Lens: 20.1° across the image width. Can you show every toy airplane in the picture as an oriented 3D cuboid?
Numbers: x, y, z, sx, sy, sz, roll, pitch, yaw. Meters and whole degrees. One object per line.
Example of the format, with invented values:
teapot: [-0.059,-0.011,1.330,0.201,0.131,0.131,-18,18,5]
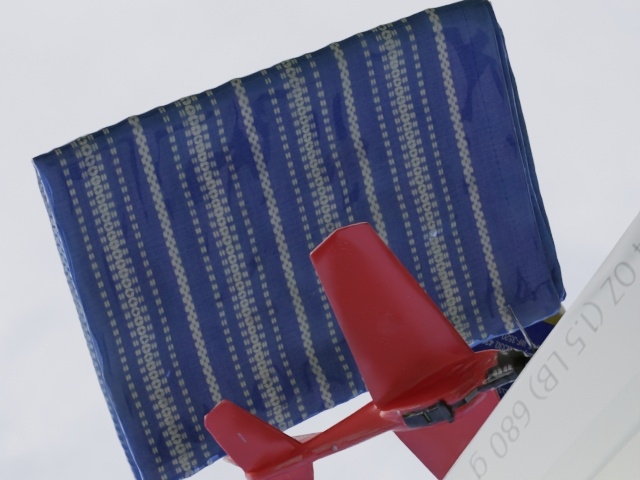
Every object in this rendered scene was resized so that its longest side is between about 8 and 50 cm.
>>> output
toy airplane: [0.020,0.066,0.687,0.151,0.151,0.028,22,-147,0]

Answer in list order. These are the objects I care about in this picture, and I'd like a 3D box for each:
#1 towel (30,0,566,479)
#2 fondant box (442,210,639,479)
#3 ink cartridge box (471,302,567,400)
towel: [0.000,0.000,1.187,0.336,0.243,0.040,-22,-159,-20]
fondant box: [0.113,0.103,0.256,0.096,0.238,0.330,30,-168,-22]
ink cartridge box: [0.077,0.015,1.533,0.304,0.072,0.307,20,-152,-37]
